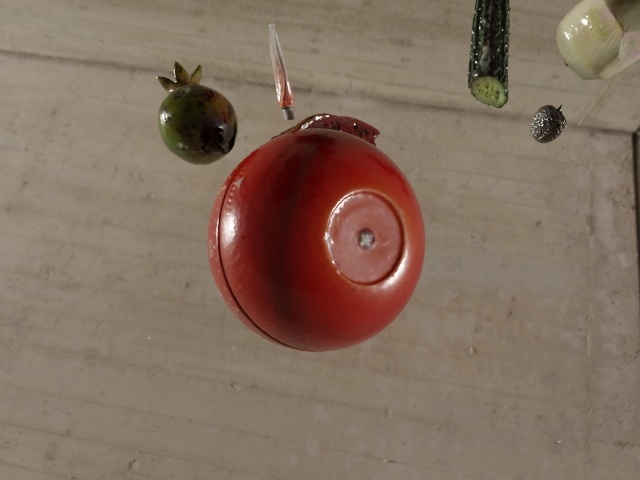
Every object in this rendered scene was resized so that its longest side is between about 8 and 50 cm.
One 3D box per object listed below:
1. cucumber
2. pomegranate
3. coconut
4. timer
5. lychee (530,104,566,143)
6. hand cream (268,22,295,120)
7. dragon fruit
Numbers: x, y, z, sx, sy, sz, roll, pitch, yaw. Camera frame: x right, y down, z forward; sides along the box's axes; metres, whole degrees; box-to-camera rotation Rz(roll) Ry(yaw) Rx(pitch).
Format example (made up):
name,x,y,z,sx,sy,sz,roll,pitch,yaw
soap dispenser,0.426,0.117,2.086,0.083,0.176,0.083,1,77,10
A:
name,x,y,z,sx,sy,sz,roll,pitch,yaw
cucumber,0.315,-0.372,1.081,0.077,0.077,0.265,8,-108,4
pomegranate,-0.230,-0.245,1.113,0.156,0.156,0.220,-3,-112,-1
coconut,0.751,-0.549,1.530,0.227,0.230,0.227,23,-129,-31
timer,0.000,0.000,1.003,0.378,0.279,0.377,3,-96,-32
lychee,0.457,-0.235,1.174,0.068,0.067,0.083,38,-76,23
hand cream,-0.089,-0.379,1.328,0.038,0.216,0.052,-27,-156,-37
dragon fruit,-0.042,-0.125,1.382,0.302,0.330,0.240,4,-124,-36
